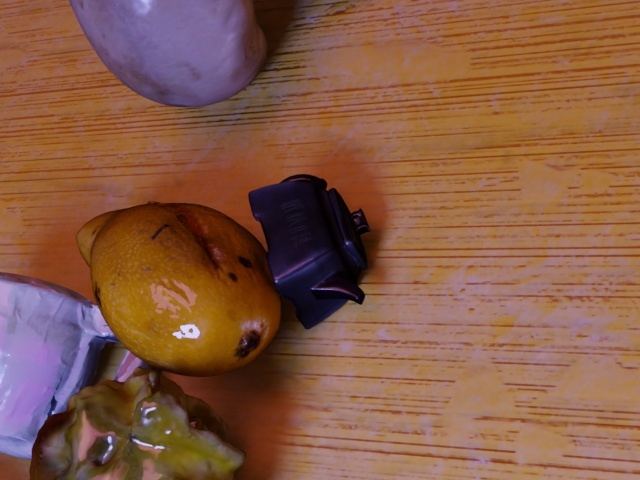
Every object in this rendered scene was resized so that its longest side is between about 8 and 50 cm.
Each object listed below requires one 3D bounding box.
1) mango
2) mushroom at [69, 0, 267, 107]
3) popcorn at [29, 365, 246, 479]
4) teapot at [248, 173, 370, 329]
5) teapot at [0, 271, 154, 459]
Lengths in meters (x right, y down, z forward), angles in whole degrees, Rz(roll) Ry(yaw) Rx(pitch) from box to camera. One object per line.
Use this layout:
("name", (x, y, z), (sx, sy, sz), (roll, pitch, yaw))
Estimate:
("mango", (-0.139, 0.029, 1.654), (0.295, 0.177, 0.120), (-132, 42, -52))
("mushroom", (-0.127, -0.300, 1.808), (0.290, 0.297, 0.297), (-24, 45, -4))
("popcorn", (-0.158, 0.216, 1.548), (0.218, 0.169, 0.189), (36, 94, 37))
("teapot", (0.000, 0.000, 1.627), (0.096, 0.087, 0.177), (-25, 48, 6))
("teapot", (-0.286, 0.140, 1.744), (0.163, 0.222, 0.178), (137, 146, -73))
